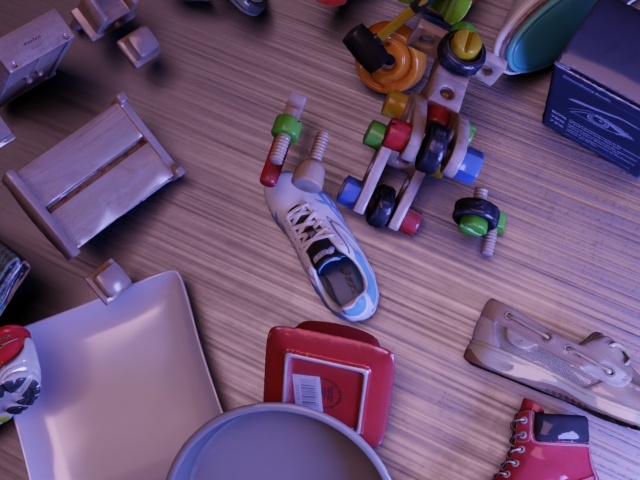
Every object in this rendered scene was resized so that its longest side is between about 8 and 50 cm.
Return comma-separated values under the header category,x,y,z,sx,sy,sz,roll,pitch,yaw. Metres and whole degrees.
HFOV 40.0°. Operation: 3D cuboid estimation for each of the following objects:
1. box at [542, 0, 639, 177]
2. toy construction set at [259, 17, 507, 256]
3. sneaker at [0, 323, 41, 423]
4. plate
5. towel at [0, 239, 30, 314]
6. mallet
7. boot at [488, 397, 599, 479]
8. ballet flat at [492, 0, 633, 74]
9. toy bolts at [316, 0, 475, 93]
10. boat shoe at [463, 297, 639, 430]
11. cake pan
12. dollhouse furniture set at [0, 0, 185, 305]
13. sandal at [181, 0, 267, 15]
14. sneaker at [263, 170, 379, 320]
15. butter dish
category,x,y,z,sx,sy,sz,roll,pitch,yaw
box,0.370,-0.184,1.078,0.153,0.207,0.108,34,85,14
toy construction set,0.095,-0.157,1.115,0.309,0.257,0.237,11,68,16
sneaker,-0.471,0.199,1.167,0.279,0.107,0.118,-29,56,21
plate,-0.272,0.213,1.173,0.278,0.045,0.277,-21,76,4
towel,-0.546,0.142,1.168,0.271,0.040,0.370,25,81,46
mallet,0.107,-0.298,1.125,0.062,0.039,0.190,40,120,-11
boot,0.214,0.288,1.064,0.245,0.088,0.176,-9,76,-2
ballet flat,0.369,-0.363,1.173,0.400,0.139,0.139,-34,75,-4
toy bolts,0.093,-0.342,1.221,0.229,0.158,0.218,29,124,4
boat shoe,0.330,0.157,1.065,0.302,0.109,0.098,20,83,18
cake pan,-0.045,0.332,1.069,0.293,0.054,0.293,1,97,10
dollhouse furniture set,-0.311,-0.134,1.246,0.303,0.174,0.355,-41,101,-26
sandal,-0.203,-0.400,1.277,0.303,0.120,0.086,33,112,16
sneaker,0.000,0.000,1.158,0.085,0.086,0.237,-34,74,2
butter dish,0.017,0.160,1.110,0.160,0.118,0.160,10,121,10
